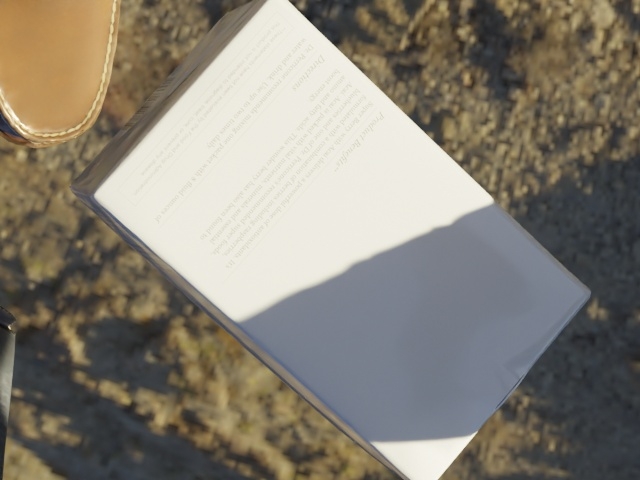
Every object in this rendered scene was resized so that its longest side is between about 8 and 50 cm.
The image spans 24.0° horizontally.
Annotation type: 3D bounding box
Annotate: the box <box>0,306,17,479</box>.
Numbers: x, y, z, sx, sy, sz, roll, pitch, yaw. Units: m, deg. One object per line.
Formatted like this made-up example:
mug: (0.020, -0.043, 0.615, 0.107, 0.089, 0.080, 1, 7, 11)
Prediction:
box: (-0.230, 0.128, 0.372, 0.097, 0.395, 0.318, -22, 139, 25)

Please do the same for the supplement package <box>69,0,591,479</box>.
supplement package: (0.000, 0.000, 1.027, 0.293, 0.177, 0.175, 43, 173, -12)

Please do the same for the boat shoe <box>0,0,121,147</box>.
boat shoe: (-0.149, -0.176, 0.767, 0.104, 0.110, 0.307, 38, 139, 47)
